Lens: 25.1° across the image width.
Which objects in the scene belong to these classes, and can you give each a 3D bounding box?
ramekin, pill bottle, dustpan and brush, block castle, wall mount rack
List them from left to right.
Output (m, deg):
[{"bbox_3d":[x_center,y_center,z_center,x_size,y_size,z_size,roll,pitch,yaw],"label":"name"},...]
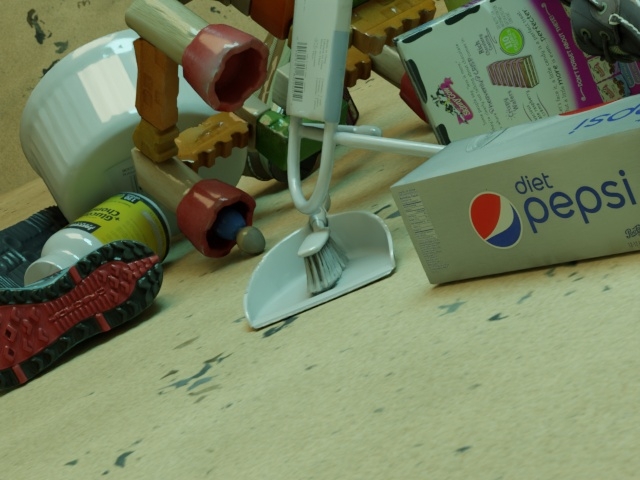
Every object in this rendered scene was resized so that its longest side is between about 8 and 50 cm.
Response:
[{"bbox_3d":[-0.263,0.020,1.689,0.103,0.103,0.184,-17,14,34],"label":"pill bottle"},{"bbox_3d":[-0.227,-0.120,1.816,0.277,0.277,0.135,-26,55,-4],"label":"ramekin"},{"bbox_3d":[0.000,0.000,1.346,0.147,0.060,0.211,-23,12,11],"label":"dustpan and brush"},{"bbox_3d":[0.007,-0.200,1.636,0.453,0.303,0.213,-32,56,-33],"label":"block castle"},{"bbox_3d":[0.066,-0.189,1.312,0.130,0.350,0.304,2,7,-22],"label":"wall mount rack"}]

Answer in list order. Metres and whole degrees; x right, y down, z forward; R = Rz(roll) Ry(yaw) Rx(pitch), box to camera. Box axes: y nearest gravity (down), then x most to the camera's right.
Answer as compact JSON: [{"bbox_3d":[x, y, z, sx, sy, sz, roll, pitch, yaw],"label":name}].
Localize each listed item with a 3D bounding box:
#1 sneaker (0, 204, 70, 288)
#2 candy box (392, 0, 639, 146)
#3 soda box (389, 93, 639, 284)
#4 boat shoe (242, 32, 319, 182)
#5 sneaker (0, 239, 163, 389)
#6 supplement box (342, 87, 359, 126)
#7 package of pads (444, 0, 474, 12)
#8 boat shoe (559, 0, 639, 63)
[{"bbox_3d":[-0.362,0.044,1.813,0.131,0.112,0.319,-54,-14,25],"label":"sneaker"},{"bbox_3d":[0.211,-0.182,1.468,0.233,0.159,0.071,-24,10,2],"label":"candy box"},{"bbox_3d":[0.193,-0.043,1.068,0.286,0.091,0.098,-12,17,47],"label":"soda box"},{"bbox_3d":[-0.052,-0.225,1.946,0.120,0.122,0.324,-4,57,35],"label":"boat shoe"},{"bbox_3d":[-0.289,0.088,1.534,0.261,0.104,0.125,-21,-4,-10],"label":"sneaker"},{"bbox_3d":[-0.006,-0.198,2.105,0.080,0.104,0.188,-21,12,12],"label":"supplement box"},{"bbox_3d":[0.234,-0.335,1.909,0.101,0.229,0.296,-23,11,-4],"label":"package of pads"},{"bbox_3d":[0.273,-0.206,1.315,0.092,0.103,0.285,-44,45,15],"label":"boat shoe"}]
